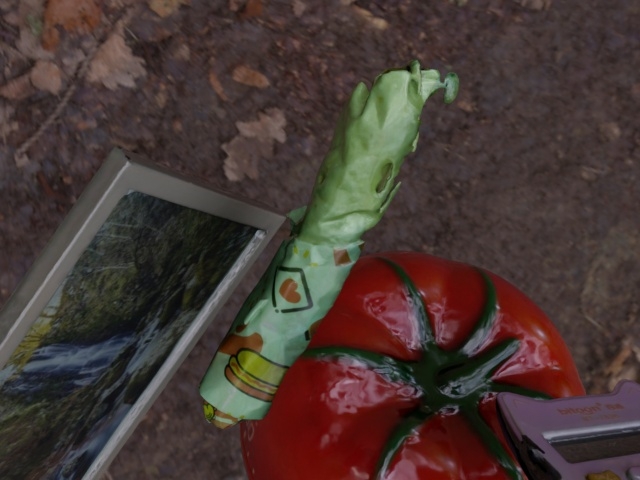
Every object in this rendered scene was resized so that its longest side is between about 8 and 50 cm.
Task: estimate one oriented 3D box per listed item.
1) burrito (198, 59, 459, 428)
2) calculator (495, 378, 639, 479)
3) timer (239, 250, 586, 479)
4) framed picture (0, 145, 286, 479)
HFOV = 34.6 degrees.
[{"bbox_3d":[0.000,0.000,0.654,0.054,0.104,0.288,27,120,-3],"label":"burrito"},{"bbox_3d":[0.268,0.200,0.775,0.194,0.294,0.043,-1,115,-26],"label":"calculator"},{"bbox_3d":[0.100,0.204,1.119,0.378,0.378,0.279,-4,145,-21],"label":"timer"},{"bbox_3d":[-0.164,0.092,0.697,0.324,0.020,0.240,-53,160,6],"label":"framed picture"}]
